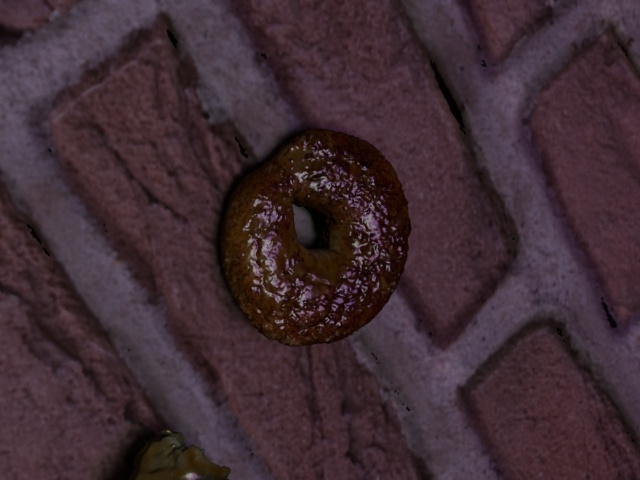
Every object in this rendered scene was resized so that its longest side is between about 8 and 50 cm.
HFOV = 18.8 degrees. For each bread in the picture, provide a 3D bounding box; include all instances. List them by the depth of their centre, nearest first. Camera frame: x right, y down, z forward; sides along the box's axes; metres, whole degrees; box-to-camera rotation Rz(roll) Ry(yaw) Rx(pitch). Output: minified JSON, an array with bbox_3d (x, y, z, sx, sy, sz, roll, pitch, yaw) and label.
[{"bbox_3d":[-0.174,0.282,1.589,0.087,0.098,0.269,34,76,7],"label":"bread"},{"bbox_3d":[0.000,0.000,1.664,0.193,0.064,0.193,-6,102,-32],"label":"bread"}]
